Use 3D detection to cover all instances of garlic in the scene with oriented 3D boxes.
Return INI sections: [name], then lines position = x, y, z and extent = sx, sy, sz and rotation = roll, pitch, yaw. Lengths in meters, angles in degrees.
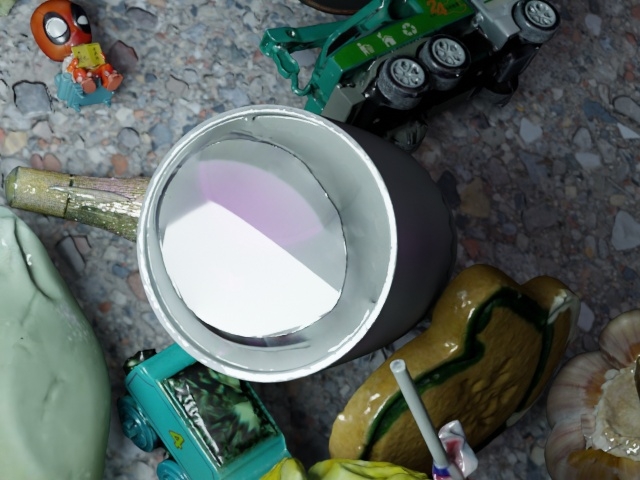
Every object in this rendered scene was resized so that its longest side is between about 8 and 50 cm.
[garlic]
position = 0.333, 0.190, 1.788
extent = 0.160, 0.191, 0.214
rotation = -5, 62, 13

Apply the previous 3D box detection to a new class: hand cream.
[hand cream]
position = -0.235, -0.043, 1.681
extent = 0.203, 0.084, 0.084
rotation = 12, 62, -14

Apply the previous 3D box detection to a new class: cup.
[cup]
position = 0.000, 0.000, 1.579
extent = 0.253, 0.253, 0.371
rotation = 60, 17, 9

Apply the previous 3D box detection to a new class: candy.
[candy]
position = 0.126, 0.236, 1.591
extent = 0.124, 0.124, 0.365
rotation = -63, 144, -33

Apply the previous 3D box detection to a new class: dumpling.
[dumpling]
position = -0.321, 0.136, 1.472
extent = 0.270, 0.212, 0.320
rotation = 10, 52, -19

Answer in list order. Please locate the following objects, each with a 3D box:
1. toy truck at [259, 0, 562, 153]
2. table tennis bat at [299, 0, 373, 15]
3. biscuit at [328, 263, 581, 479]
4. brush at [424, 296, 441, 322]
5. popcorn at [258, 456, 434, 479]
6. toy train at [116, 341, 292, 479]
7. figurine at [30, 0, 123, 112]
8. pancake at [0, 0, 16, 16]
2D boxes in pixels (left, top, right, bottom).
[toy truck]
position = 0.115, -0.225, 1.879
extent = 0.363, 0.176, 0.178
rotation = -24, 70, -32
[table tennis bat]
position = -0.015, -0.341, 1.958
extent = 0.220, 0.019, 0.130
rotation = 2, 64, -27
[biscuit]
position = 0.156, 0.142, 1.663
extent = 0.344, 0.287, 0.057
rotation = -24, 51, -36
[brush]
position = 0.149, 0.104, 1.826
extent = 0.190, 0.027, 0.034
rotation = 49, 59, -7
[popcorn]
position = 0.033, 0.332, 1.467
extent = 0.225, 0.276, 0.276
rotation = 14, 62, -20
[toy train]
position = -0.121, 0.184, 1.579
extent = 0.107, 0.154, 0.198
rotation = -31, 83, -30
[figurine]
position = -0.273, -0.209, 1.740
extent = 0.068, 0.075, 0.140
rotation = -17, 65, -30
[pancake]
position = -0.401, -0.442, 1.805
extent = 0.305, 0.067, 0.426
rotation = 40, 55, -13
